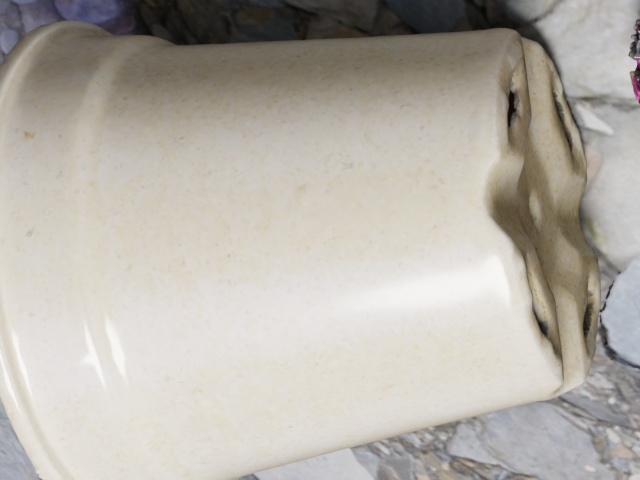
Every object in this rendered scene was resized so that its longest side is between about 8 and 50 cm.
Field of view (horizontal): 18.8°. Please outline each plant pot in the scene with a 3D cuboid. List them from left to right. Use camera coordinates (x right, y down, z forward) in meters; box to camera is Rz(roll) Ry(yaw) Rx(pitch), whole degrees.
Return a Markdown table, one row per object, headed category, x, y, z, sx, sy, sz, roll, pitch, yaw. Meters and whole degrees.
| category | x | y | z | sx | sy | sz | roll | pitch | yaw |
| --- | --- | --- | --- | --- | --- | --- | --- | --- | --- |
| plant pot | 0.000 | 0.000 | 1.199 | 0.306 | 0.333 | 0.333 | -9 | 126 | 21 |

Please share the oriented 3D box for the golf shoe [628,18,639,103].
| category | x | y | z | sx | sy | sz | roll | pitch | yaw |
| --- | --- | --- | --- | --- | --- | --- | --- | --- | --- |
| golf shoe | 0.239 | -0.151 | 1.088 | 0.086 | 0.067 | 0.186 | 3 | 137 | -13 |
